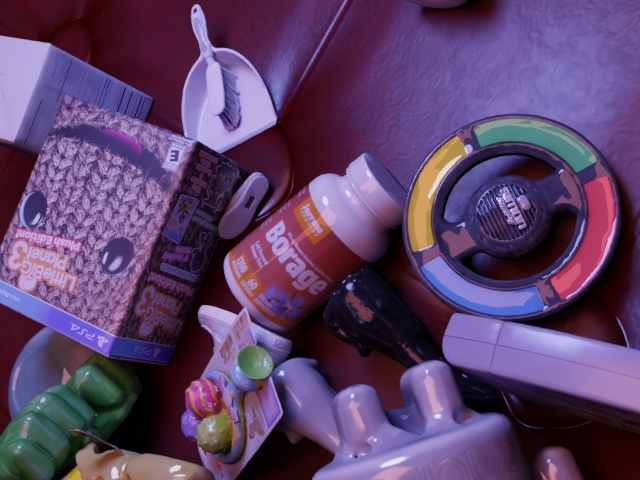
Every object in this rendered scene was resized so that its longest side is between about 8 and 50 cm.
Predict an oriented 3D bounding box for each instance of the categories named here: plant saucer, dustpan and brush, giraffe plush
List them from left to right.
[{"bbox_3d":[-0.399,0.208,1.341,0.195,0.037,0.194,-11,70,32],"label":"plant saucer"},{"bbox_3d":[-0.183,0.303,0.916,0.181,0.210,0.170,-25,43,61],"label":"giraffe plush"},{"bbox_3d":[-0.147,-0.235,1.296,0.147,0.060,0.211,-24,63,26],"label":"dustpan and brush"}]

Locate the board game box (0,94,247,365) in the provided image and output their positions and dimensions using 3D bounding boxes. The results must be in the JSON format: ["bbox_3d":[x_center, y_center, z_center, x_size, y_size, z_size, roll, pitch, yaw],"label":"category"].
[{"bbox_3d":[-0.274,-0.013,1.236,0.232,0.141,0.290,20,87,25],"label":"board game box"}]

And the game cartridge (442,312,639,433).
[{"bbox_3d":[0.265,0.133,0.811,0.297,0.198,0.062,11,82,37],"label":"game cartridge"}]

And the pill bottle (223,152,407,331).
[{"bbox_3d":[0.000,0.000,1.082,0.216,0.121,0.121,-40,57,18],"label":"pill bottle"}]

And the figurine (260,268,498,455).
[{"bbox_3d":[0.059,0.176,1.012,0.209,0.092,0.215,44,102,31],"label":"figurine"}]

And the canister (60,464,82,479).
[{"bbox_3d":[-0.313,0.334,1.041,0.170,0.126,0.073,-42,93,-16],"label":"canister"}]

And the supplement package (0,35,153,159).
[{"bbox_3d":[-0.402,-0.193,1.369,0.194,0.203,0.149,17,86,37],"label":"supplement package"}]

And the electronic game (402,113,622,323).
[{"bbox_3d":[0.198,-0.025,0.974,0.229,0.048,0.229,-5,74,18],"label":"electronic game"}]

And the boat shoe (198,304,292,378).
[{"bbox_3d":[-0.101,0.126,1.129,0.184,0.066,0.063,16,79,48],"label":"boat shoe"}]

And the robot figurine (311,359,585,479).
[{"bbox_3d":[0.114,0.291,0.837,0.300,0.200,0.353,-19,80,-3],"label":"robot figurine"}]

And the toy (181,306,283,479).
[{"bbox_3d":[-0.123,0.198,1.077,0.237,0.056,0.136,-54,49,44],"label":"toy"}]

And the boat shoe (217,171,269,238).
[{"bbox_3d":[-0.105,-0.048,1.229,0.100,0.035,0.035,-58,26,10],"label":"boat shoe"}]

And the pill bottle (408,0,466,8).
[{"bbox_3d":[0.149,-0.384,1.113,0.108,0.108,0.180,10,80,36],"label":"pill bottle"}]

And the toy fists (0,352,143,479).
[{"bbox_3d":[-0.312,0.230,1.149,0.096,0.279,0.142,37,111,6],"label":"toy fists"}]
